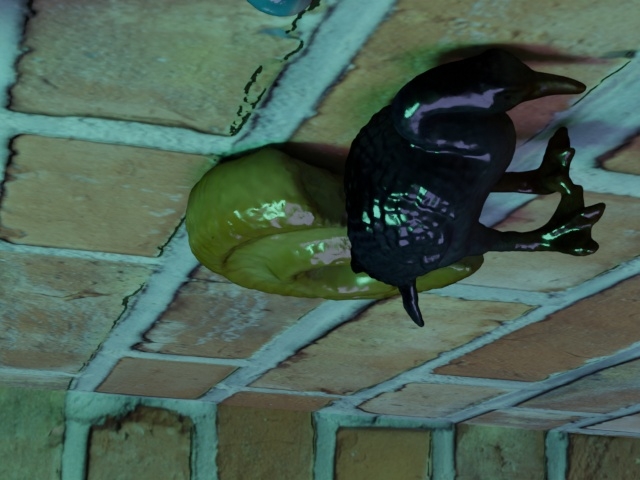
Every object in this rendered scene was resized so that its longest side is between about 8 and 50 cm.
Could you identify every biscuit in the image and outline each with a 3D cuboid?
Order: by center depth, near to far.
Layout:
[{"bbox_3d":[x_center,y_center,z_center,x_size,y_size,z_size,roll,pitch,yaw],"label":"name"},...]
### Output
[{"bbox_3d":[0.000,0.001,1.277,0.274,0.091,0.213,12,160,-38],"label":"biscuit"}]

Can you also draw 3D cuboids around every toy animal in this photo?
[{"bbox_3d":[0.100,-0.036,1.068,0.186,0.122,0.298,5,153,-24],"label":"toy animal"}]

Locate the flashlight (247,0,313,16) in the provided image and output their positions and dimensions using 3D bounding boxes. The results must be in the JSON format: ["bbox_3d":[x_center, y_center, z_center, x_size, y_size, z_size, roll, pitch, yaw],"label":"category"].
[{"bbox_3d":[-0.002,-0.161,0.764,0.051,0.051,0.129,11,159,-28],"label":"flashlight"}]
